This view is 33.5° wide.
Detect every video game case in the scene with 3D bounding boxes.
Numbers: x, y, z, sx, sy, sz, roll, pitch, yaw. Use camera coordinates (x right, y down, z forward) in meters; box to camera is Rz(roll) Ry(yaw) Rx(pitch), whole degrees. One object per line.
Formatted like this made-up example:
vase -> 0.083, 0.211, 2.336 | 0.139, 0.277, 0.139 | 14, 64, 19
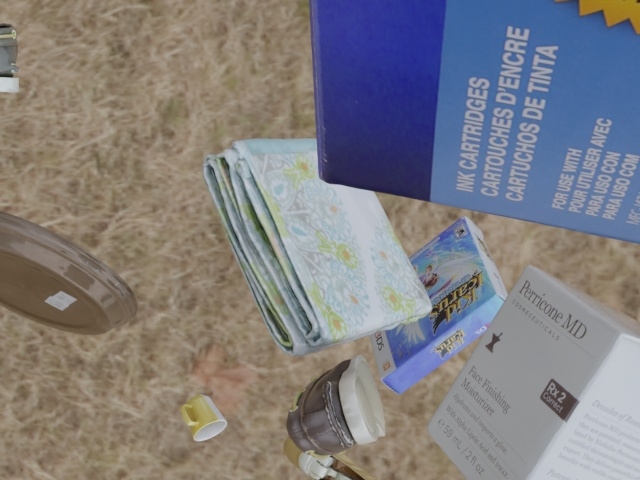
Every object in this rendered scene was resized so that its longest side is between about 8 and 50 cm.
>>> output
video game case -> 0.206, 0.115, 1.961 | 0.269, 0.244, 0.061 | -39, 123, 18

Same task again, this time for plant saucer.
plant saucer -> -0.366, 0.047, 1.350 | 0.278, 0.277, 0.041 | 41, 58, -33

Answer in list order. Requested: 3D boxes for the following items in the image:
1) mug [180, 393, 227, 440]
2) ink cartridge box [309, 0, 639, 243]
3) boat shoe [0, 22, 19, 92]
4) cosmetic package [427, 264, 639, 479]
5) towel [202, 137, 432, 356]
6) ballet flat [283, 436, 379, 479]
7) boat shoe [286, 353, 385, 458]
mug -> -0.201, 0.294, 1.807 | 0.062, 0.064, 0.078 | -25, 152, -10
ink cartridge box -> 0.139, -0.122, 0.380 | 0.270, 0.395, 0.151 | 85, 20, -59
boat shoe -> -0.485, -0.234, 1.261 | 0.305, 0.109, 0.091 | -1, 99, -57
cosmetic package -> 0.222, 0.149, 0.928 | 0.151, 0.151, 0.184 | 25, 100, -28
towel -> 0.000, 0.000, 1.590 | 0.374, 0.090, 0.321 | -9, 72, -58
ballet flat -> 0.029, 0.446, 2.047 | 0.080, 0.232, 0.073 | -63, 173, 7
boat shoe -> 0.025, 0.223, 1.401 | 0.096, 0.324, 0.117 | -19, 85, 5
